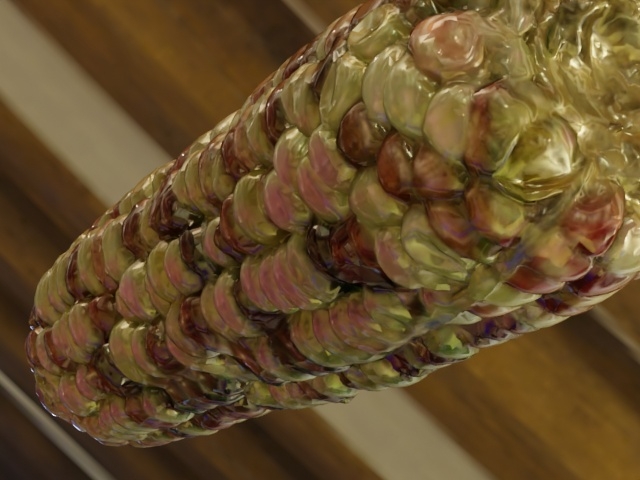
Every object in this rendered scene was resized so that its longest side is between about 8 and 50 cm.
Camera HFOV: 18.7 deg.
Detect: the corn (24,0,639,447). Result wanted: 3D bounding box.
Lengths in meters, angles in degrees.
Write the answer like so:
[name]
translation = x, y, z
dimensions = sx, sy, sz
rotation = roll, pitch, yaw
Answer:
[corn]
translation = 0.000, 0.000, 0.535
dimensions = 0.092, 0.092, 0.280
rotation = 47, -33, -10
